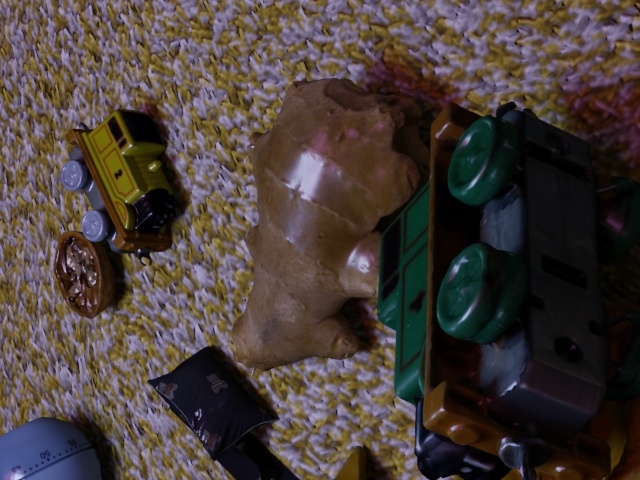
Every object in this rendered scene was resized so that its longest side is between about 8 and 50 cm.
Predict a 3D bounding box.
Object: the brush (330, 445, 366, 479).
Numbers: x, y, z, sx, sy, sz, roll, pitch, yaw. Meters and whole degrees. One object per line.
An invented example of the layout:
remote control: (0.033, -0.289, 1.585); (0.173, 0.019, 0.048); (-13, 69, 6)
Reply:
brush: (0.029, 0.345, 1.584); (0.085, 0.020, 0.336); (-57, 16, 30)

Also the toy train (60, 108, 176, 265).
toy train: (-0.244, -0.073, 1.921); (0.127, 0.089, 0.219); (-39, 65, 29)

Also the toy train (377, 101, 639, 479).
toy train: (0.153, 0.055, 1.363); (0.249, 0.178, 0.429); (-48, 27, 43)

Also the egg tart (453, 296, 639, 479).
egg tart: (0.240, 0.190, 1.385); (0.295, 0.116, 0.295); (-40, 32, 32)

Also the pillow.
pillow: (-0.131, 0.190, 1.829); (0.090, 0.048, 0.150); (-41, 55, -7)

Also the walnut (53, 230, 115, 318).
walnut: (-0.300, 0.042, 2.010); (0.091, 0.052, 0.121); (-27, 76, 42)

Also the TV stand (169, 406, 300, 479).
TV stand: (-0.097, 0.253, 1.831); (0.249, 0.042, 0.036); (38, 122, 37)

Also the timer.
timer: (-0.345, 0.353, 2.042); (0.175, 0.175, 0.255); (-13, 113, 45)

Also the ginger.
ginger: (0.024, 0.006, 1.664); (0.236, 0.166, 0.375); (12, 132, 9)
